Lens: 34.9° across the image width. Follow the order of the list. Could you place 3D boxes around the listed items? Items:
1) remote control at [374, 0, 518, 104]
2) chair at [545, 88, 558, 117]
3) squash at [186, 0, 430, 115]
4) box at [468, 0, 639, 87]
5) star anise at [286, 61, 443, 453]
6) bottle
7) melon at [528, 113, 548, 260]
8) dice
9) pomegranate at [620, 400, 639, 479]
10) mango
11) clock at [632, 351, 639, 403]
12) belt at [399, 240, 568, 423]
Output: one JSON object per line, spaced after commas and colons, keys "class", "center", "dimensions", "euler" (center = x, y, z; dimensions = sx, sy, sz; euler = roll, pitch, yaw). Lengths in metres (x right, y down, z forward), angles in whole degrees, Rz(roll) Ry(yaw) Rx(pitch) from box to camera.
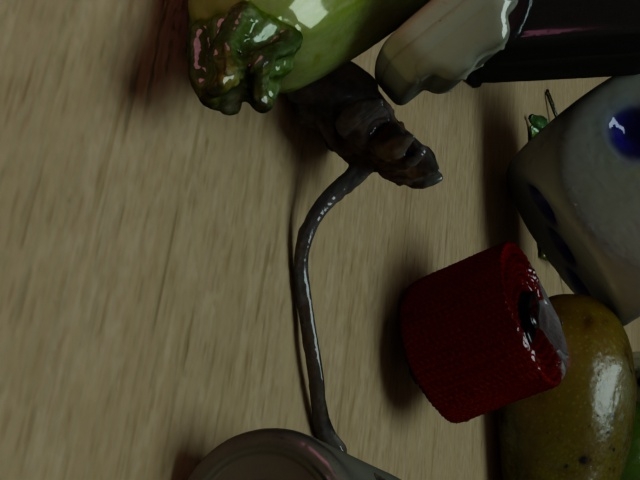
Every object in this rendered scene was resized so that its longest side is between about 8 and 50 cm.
{"class": "remote control", "center": [0.081, -0.124, 0.660], "dimensions": [0.049, 0.090, 0.230], "euler": [51, 6, -2]}
{"class": "chair", "center": [0.458, -0.092, 1.671], "dimensions": [0.160, 0.170, 0.325], "euler": [-65, 138, -53]}
{"class": "squash", "center": [-0.017, -0.157, 0.592], "dimensions": [0.287, 0.137, 0.137], "euler": [-42, 126, -49]}
{"class": "box", "center": [0.250, -0.351, 1.068], "dimensions": [0.251, 0.204, 0.345], "euler": [11, 78, -82]}
{"class": "star anise", "center": [0.000, 0.000, 0.715], "dimensions": [0.227, 0.218, 0.148], "euler": [-51, -172, -1]}
{"class": "bottle", "center": [0.012, 0.184, 0.596], "dimensions": [0.233, 0.110, 0.110], "euler": [43, 48, -60]}
{"class": "melon", "center": [0.340, -0.069, 1.540], "dimensions": [0.114, 0.053, 0.261], "euler": [-34, 116, -44]}
{"class": "dice", "center": [0.398, -0.057, 1.268], "dimensions": [0.251, 0.243, 0.259], "euler": [56, 1, 13]}
{"class": "pomegranate", "center": [0.359, 0.303, 1.366], "dimensions": [0.224, 0.181, 0.181], "euler": [-41, 128, -36]}
{"class": "mango", "center": [0.289, 0.226, 1.199], "dimensions": [0.177, 0.175, 0.329], "euler": [3, 80, -22]}
{"class": "clock", "center": [0.512, 0.266, 1.602], "dimensions": [0.106, 0.255, 0.220], "euler": [65, 31, -41]}
{"class": "belt", "center": [0.137, 0.082, 0.901], "dimensions": [0.128, 0.124, 0.201], "euler": [64, 20, -3]}
